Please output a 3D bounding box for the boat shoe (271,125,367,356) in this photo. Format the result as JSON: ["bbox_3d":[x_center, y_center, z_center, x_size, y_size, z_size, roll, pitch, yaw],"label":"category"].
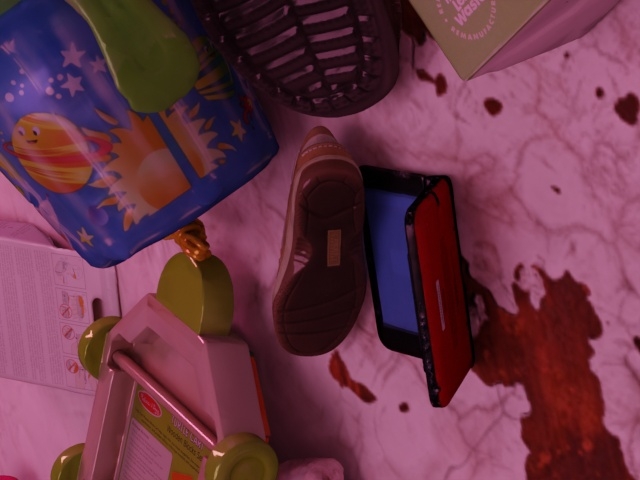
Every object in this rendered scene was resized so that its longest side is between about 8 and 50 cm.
[{"bbox_3d":[0.000,0.000,1.395,0.072,0.068,0.190,-104,19,-46],"label":"boat shoe"}]

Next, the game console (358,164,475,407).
[{"bbox_3d":[0.054,0.030,1.329,0.085,0.124,0.144,-3,109,20],"label":"game console"}]

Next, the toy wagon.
[{"bbox_3d":[-0.117,0.150,1.529,0.267,0.068,0.344,34,114,54],"label":"toy wagon"}]

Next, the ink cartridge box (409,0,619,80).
[{"bbox_3d":[0.076,-0.298,1.114,0.353,0.119,0.207,58,140,11],"label":"ink cartridge box"}]

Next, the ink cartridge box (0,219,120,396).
[{"bbox_3d":[-0.242,0.059,1.711,0.179,0.045,0.145,7,114,25],"label":"ink cartridge box"}]

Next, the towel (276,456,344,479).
[{"bbox_3d":[-0.033,0.343,1.598,0.332,0.053,0.317,-21,94,50],"label":"towel"}]

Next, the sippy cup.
[{"bbox_3d":[-0.155,-0.109,1.393,0.240,0.305,0.224,-33,95,20],"label":"sippy cup"}]

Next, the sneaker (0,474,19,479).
[{"bbox_3d":[-0.246,0.344,1.778,0.299,0.121,0.112,39,131,29],"label":"sneaker"}]

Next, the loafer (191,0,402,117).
[{"bbox_3d":[-0.036,-0.255,1.267,0.134,0.130,0.366,-13,114,32],"label":"loafer"}]
